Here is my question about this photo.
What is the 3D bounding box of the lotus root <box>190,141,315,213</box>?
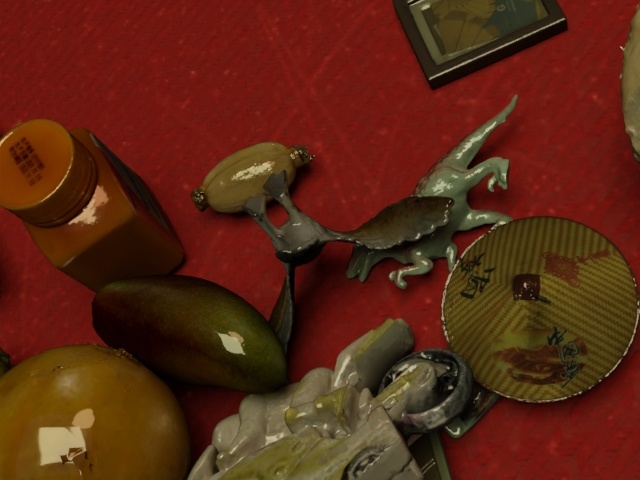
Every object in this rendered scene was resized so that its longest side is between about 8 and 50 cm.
[{"bbox_3d":[-0.076,-0.073,1.080,0.150,0.062,0.073,-23,42,6],"label":"lotus root"}]

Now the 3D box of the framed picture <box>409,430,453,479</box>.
[{"bbox_3d":[-0.003,0.298,0.885,0.290,0.020,0.211,-22,40,8],"label":"framed picture"}]

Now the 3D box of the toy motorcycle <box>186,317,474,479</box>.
[{"bbox_3d":[-0.015,0.205,0.901,0.341,0.107,0.223,-40,32,-15],"label":"toy motorcycle"}]

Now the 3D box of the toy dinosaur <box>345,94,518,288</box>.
[{"bbox_3d":[0.135,-0.055,1.008,0.167,0.053,0.242,14,83,29],"label":"toy dinosaur"}]

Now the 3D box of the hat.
[{"bbox_3d":[0.200,0.054,0.889,0.193,0.082,0.193,-8,69,21],"label":"hat"}]

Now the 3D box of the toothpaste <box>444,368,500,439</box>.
[{"bbox_3d":[0.198,0.109,0.937,0.216,0.037,0.062,-40,71,3],"label":"toothpaste"}]

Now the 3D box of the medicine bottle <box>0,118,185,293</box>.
[{"bbox_3d":[-0.259,-0.038,1.033,0.112,0.222,0.149,-35,63,2],"label":"medicine bottle"}]

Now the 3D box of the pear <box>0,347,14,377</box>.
[{"bbox_3d":[-0.447,0.209,1.003,0.269,0.212,0.212,-34,62,-15],"label":"pear"}]

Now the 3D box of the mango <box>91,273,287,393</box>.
[{"bbox_3d":[-0.134,0.097,0.981,0.268,0.133,0.111,11,54,40],"label":"mango"}]

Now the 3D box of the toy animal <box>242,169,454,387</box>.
[{"bbox_3d":[-0.009,-0.011,0.981,0.273,0.160,0.197,-37,49,8],"label":"toy animal"}]

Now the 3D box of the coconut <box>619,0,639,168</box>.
[{"bbox_3d":[0.425,-0.173,0.839,0.297,0.297,0.254,5,73,19],"label":"coconut"}]

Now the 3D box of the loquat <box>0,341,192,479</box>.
[{"bbox_3d":[-0.239,0.217,0.921,0.235,0.235,0.234,-6,68,15],"label":"loquat"}]

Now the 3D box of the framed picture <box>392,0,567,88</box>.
[{"bbox_3d":[0.183,-0.264,1.094,0.169,0.023,0.127,-23,64,7],"label":"framed picture"}]
